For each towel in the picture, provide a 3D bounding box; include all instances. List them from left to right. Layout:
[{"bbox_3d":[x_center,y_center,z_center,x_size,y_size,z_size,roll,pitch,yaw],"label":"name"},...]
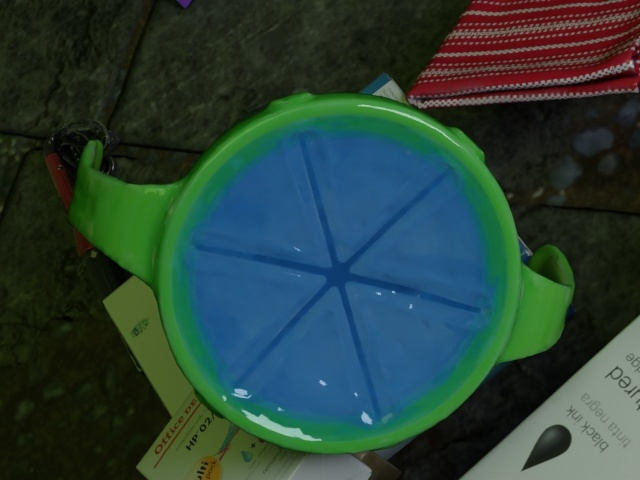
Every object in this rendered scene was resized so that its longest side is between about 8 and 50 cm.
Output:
[{"bbox_3d":[0.201,-0.195,1.513,0.199,0.031,0.275,-2,37,33],"label":"towel"}]

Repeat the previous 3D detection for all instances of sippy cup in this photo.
[{"bbox_3d":[0.000,0.000,1.307,0.240,0.305,0.224,-40,15,3],"label":"sippy cup"}]

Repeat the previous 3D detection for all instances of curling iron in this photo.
[{"bbox_3d":[-0.188,-0.001,1.688,0.068,0.035,0.274,-27,56,12],"label":"curling iron"}]

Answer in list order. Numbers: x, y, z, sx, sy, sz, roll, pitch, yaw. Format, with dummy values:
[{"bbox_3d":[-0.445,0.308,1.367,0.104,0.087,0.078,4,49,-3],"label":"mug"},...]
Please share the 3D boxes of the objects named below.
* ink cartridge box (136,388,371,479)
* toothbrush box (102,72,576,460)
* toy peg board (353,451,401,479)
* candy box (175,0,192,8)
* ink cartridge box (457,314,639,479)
[{"bbox_3d":[-0.058,0.153,1.350,0.104,0.061,0.181,-54,38,-3],"label":"ink cartridge box"},{"bbox_3d":[0.011,0.052,1.506,0.295,0.126,0.216,-39,56,4],"label":"toothbrush box"},{"bbox_3d":[0.019,0.239,1.397,0.079,0.161,0.160,36,86,17],"label":"toy peg board"},{"bbox_3d":[-0.110,-0.334,1.737,0.196,0.165,0.070,-46,55,0],"label":"candy box"},{"bbox_3d":[0.194,0.279,1.275,0.395,0.166,0.285,-43,55,2],"label":"ink cartridge box"}]
